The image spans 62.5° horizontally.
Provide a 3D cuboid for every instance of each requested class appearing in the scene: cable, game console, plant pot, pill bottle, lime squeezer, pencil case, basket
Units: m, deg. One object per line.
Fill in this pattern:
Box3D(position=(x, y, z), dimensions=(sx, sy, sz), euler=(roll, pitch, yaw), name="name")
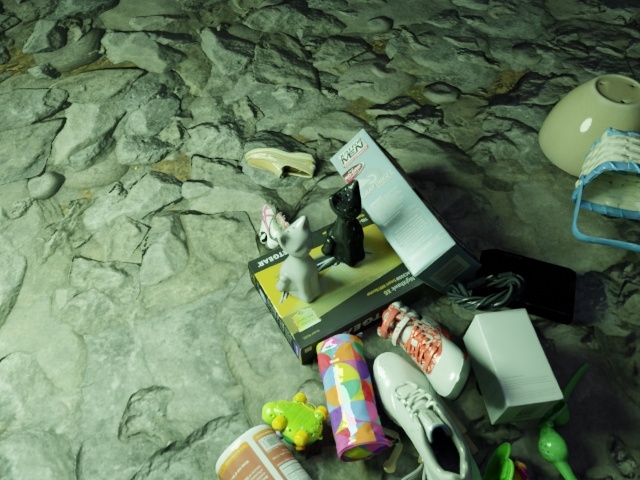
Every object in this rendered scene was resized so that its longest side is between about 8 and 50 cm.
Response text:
Box3D(position=(0.330, 0.098, 1.066), dimensions=(0.150, 0.047, 0.184), euler=(1, 14, 31), name="cable")
Box3D(position=(0.419, 0.181, 1.116), dimensions=(0.213, 0.044, 0.362), euler=(15, 55, 12), name="game console")
Box3D(position=(0.753, -0.323, 1.402), dimensions=(0.283, 0.191, 0.284), euler=(-1, 53, 1), name="plant pot")
Box3D(position=(-0.070, 0.430, 0.884), dimensions=(0.121, 0.121, 0.216), euler=(-34, 60, -22), name="pill bottle")
Box3D(position=(0.461, 0.353, 0.978), dimensions=(0.109, 0.059, 0.311), euler=(10, 53, 9), name="lime squeezer")
Box3D(position=(0.059, 0.289, 0.997), dimensions=(0.104, 0.105, 0.237), euler=(-7, 50, -5), name="pencil case")
Box3D(position=(0.730, -0.102, 1.230), dimensions=(0.254, 0.201, 0.289), euler=(15, 62, 8), name="basket")

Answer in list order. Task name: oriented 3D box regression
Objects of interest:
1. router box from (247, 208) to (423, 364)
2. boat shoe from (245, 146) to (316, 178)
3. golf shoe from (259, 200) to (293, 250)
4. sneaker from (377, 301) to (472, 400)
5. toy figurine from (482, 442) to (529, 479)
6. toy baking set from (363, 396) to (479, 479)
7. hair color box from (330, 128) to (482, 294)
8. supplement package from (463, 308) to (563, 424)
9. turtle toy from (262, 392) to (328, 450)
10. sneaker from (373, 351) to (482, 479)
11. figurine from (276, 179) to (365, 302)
Box3D(position=(0.030, 0.091, 1.164), dimensions=(0.308, 0.081, 0.243), euler=(-26, 57, -18), name="router box")
Box3D(position=(-0.108, -0.199, 1.399), dimensions=(0.189, 0.068, 0.072), euler=(4, 65, 3), name="boat shoe")
Box3D(position=(-0.118, -0.037, 1.244), dimensions=(0.086, 0.067, 0.186), euler=(-43, 24, 1), name="golf shoe")
Box3D(position=(0.181, 0.196, 0.985), dimensions=(0.144, 0.090, 0.270), euler=(26, 11, -3), name="sneaker")
Box3D(position=(0.352, 0.456, 0.888), dimensions=(0.159, 0.130, 0.173), euler=(36, 36, 9), name="toy figurine")
Box3D(position=(0.184, 0.387, 0.974), dimensions=(0.196, 0.030, 0.256), euler=(-33, 53, -15), name="toy baking set")
Box3D(position=(0.189, -0.068, 1.204), dimensions=(0.113, 0.185, 0.375), euler=(-42, 56, 14), name="hair color box")
Box3D(position=(0.352, 0.233, 0.986), dimensions=(0.105, 0.105, 0.179), euler=(-7, 55, -6), name="supplement package")
Box3D(position=(-0.052, 0.339, 0.987), dimensions=(0.130, 0.066, 0.095), euler=(26, 34, 22), name="turtle toy")
Box3D(position=(0.186, 0.310, 0.932), dimensions=(0.110, 0.129, 0.297), euler=(-29, 50, -9), name="sneaker")
Box3D(position=(0.000, 0.000, 1.050), dimensions=(0.214, 0.210, 0.092), euler=(-37, 61, -24), name="figurine")
